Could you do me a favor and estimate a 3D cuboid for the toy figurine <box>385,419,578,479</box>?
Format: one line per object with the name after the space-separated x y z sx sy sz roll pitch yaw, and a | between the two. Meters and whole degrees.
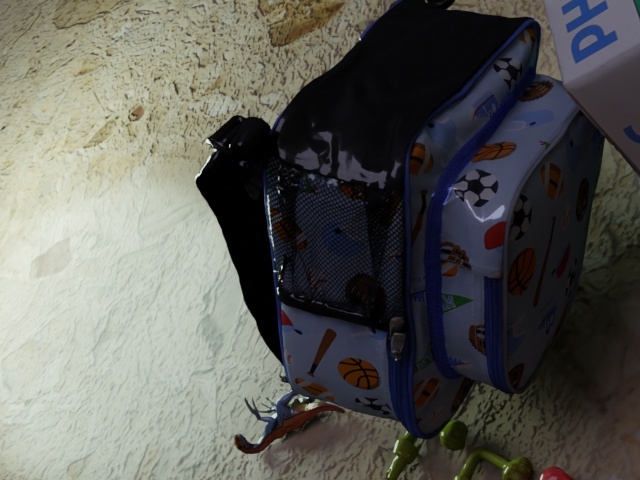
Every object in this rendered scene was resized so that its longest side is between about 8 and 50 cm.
0.058 0.189 0.737 0.191 0.217 0.362 -55 37 -4 | toy figurine

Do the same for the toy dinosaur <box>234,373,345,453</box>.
-0.036 0.151 1.021 0.090 0.047 0.082 36 106 43 | toy dinosaur

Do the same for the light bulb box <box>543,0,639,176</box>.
0.332 -0.236 0.793 0.361 0.225 0.358 -30 42 26 | light bulb box

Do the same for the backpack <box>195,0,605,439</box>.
0.074 -0.005 0.842 0.213 0.263 0.276 25 43 24 | backpack
